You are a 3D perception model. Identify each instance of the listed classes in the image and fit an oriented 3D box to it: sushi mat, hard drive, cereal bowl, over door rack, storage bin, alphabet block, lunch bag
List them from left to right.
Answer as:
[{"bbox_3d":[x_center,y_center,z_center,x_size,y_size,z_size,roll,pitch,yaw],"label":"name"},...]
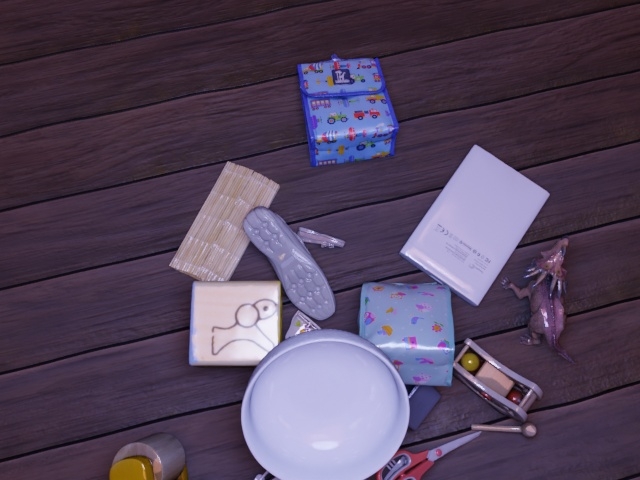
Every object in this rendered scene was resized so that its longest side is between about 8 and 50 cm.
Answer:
[{"bbox_3d":[-0.239,-0.040,1.540,0.151,0.019,0.317,26,77,5],"label":"sushi mat"},{"bbox_3d":[-0.187,0.197,1.400,0.197,0.193,0.193,1,78,-2],"label":"alphabet block"},{"bbox_3d":[0.007,0.334,1.271,0.338,0.141,0.339,-1,104,-3],"label":"cereal bowl"},{"bbox_3d":[0.020,0.535,1.375,0.239,0.108,0.324,44,79,8],"label":"over door rack"},{"bbox_3d":[0.064,-0.360,1.589,0.220,0.138,0.293,-8,65,-3],"label":"lunch bag"},{"bbox_3d":[0.197,0.198,1.416,0.223,0.160,0.262,0,38,8],"label":"lunch bag"},{"bbox_3d":[0.211,0.373,1.435,0.135,0.098,0.091,-48,111,-12],"label":"storage bin"},{"bbox_3d":[0.394,-0.042,1.554,0.233,0.047,0.353,35,79,6],"label":"hard drive"}]

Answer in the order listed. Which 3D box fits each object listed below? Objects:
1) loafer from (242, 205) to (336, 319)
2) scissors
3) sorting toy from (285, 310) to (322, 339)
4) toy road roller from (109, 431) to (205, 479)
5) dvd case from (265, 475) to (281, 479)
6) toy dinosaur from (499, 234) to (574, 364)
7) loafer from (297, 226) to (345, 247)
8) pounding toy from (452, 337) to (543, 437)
[{"bbox_3d":[-0.066,0.050,1.482,0.112,0.111,0.320,-32,97,14],"label":"loafer"},{"bbox_3d":[0.251,0.483,1.388,0.297,0.021,0.109,-30,84,-28],"label":"scissors"},{"bbox_3d":[-0.044,0.225,1.479,0.083,0.045,0.075,40,86,6],"label":"sorting toy"},{"bbox_3d":[-0.283,0.569,1.284,0.240,0.202,0.330,-15,81,7],"label":"toy road roller"},{"bbox_3d":[-0.043,0.627,1.325,0.180,0.022,0.253,-36,83,5],"label":"dvd case"},{"bbox_3d":[0.537,0.153,1.436,0.127,0.200,0.296,-10,78,-5],"label":"toy dinosaur"},{"bbox_3d":[0.000,0.000,1.534,0.125,0.045,0.039,18,94,8],"label":"loafer"},{"bbox_3d":[0.401,0.368,1.405,0.269,0.154,0.155,39,78,7],"label":"pounding toy"}]
